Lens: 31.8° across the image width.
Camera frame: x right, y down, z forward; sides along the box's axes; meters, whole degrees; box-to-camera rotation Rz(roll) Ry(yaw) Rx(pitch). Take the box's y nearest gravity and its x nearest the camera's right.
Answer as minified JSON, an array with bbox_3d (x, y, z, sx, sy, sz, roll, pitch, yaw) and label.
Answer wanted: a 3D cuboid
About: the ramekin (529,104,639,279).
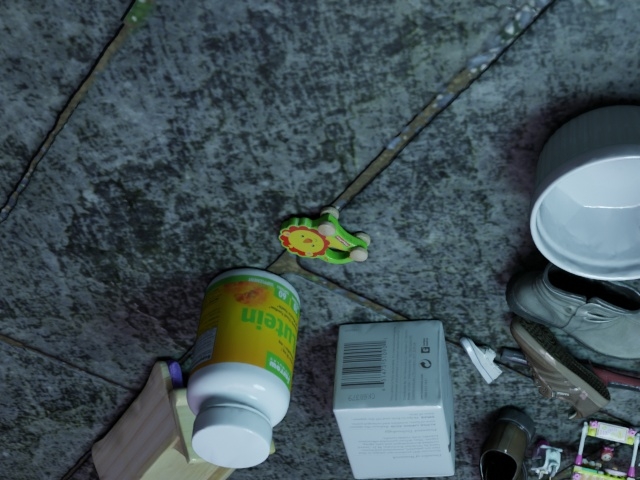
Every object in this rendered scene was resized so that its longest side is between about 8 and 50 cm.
[{"bbox_3d":[0.342,-0.060,1.291,0.207,0.109,0.207,3,138,3],"label":"ramekin"}]

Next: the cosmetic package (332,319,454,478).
[{"bbox_3d":[0.109,0.229,1.610,0.151,0.151,0.184,-4,138,11],"label":"cosmetic package"}]

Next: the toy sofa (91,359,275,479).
[{"bbox_3d":[-0.229,0.338,1.800,0.150,0.177,0.362,1,145,-33],"label":"toy sofa"}]

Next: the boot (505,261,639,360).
[{"bbox_3d":[0.366,0.092,1.426,0.246,0.083,0.161,18,168,-11],"label":"boot"}]

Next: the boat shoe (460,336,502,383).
[{"bbox_3d":[0.234,0.166,1.618,0.035,0.035,0.100,-35,125,3],"label":"boat shoe"}]

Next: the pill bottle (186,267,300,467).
[{"bbox_3d":[-0.104,0.170,1.498,0.136,0.246,0.136,3,139,3],"label":"pill bottle"}]

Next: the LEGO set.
[{"bbox_3d":[0.483,0.350,1.768,0.287,0.107,0.132,14,173,-16],"label":"LEGO set"}]

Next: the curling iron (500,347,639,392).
[{"bbox_3d":[0.395,0.181,1.614,0.274,0.035,0.068,8,117,5],"label":"curling iron"}]

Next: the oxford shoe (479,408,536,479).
[{"bbox_3d":[0.278,0.363,1.771,0.082,0.096,0.227,19,141,21],"label":"oxford shoe"}]

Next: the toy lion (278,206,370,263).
[{"bbox_3d":[0.000,0.000,1.460,0.096,0.034,0.100,-24,131,39],"label":"toy lion"}]

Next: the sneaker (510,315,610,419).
[{"bbox_3d":[0.319,0.184,1.569,0.188,0.066,0.071,42,116,-12],"label":"sneaker"}]
